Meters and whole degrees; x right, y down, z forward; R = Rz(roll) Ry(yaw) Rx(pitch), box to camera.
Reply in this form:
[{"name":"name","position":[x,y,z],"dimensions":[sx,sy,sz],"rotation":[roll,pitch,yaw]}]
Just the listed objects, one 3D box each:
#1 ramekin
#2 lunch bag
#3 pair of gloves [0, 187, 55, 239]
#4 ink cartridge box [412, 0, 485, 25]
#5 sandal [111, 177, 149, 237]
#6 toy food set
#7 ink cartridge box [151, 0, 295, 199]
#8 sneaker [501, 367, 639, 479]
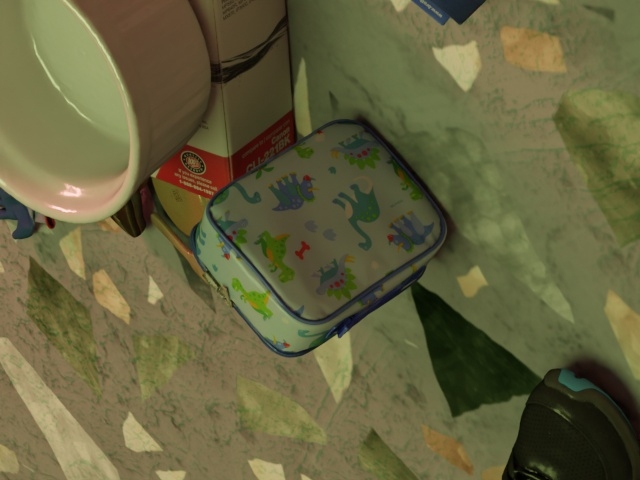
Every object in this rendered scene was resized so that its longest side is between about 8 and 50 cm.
[{"name":"ramekin","position":[-0.234,-0.168,1.763],"dimensions":[0.277,0.135,0.277],"rotation":[24,134,28]},{"name":"lunch bag","position":[0.000,0.000,1.758],"dimensions":[0.176,0.219,0.090],"rotation":[48,145,12]},{"name":"pair of gloves","position":[-0.392,-0.087,2.349],"dimensions":[0.159,0.023,0.198],"rotation":[12,125,48]},{"name":"ink cartridge box","position":[0.104,-0.292,1.452],"dimensions":[0.186,0.065,0.311],"rotation":[37,141,-10]},{"name":"sandal","position":[-0.219,-0.084,2.113],"dimensions":[0.090,0.060,0.219],"rotation":[43,158,30]},{"name":"toy food set","position":[-0.140,-0.054,2.059],"dimensions":[0.132,0.038,0.192],"rotation":[46,150,27]},{"name":"ink cartridge box","position":[-0.139,-0.197,1.848],"dimensions":[0.197,0.114,0.272],"rotation":[21,133,30]},{"name":"sneaker","position":[0.217,0.274,1.781],"dimensions":[0.125,0.140,0.340],"rotation":[32,137,35]}]
